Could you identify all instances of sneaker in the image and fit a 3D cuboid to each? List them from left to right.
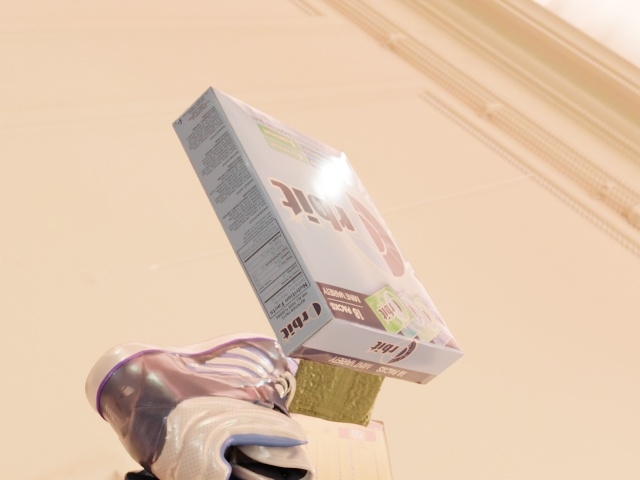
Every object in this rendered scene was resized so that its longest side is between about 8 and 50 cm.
[{"bbox_3d":[-0.071,0.202,1.118,0.236,0.323,0.130,31,-76,36],"label":"sneaker"}]

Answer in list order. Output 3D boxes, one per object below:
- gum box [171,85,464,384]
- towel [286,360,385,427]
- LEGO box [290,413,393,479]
[{"bbox_3d":[0.000,0.000,0.674,0.041,0.157,0.184,-40,-122,20],"label":"gum box"},{"bbox_3d":[0.026,0.145,1.212,0.027,0.110,0.148,-111,-143,-68],"label":"towel"},{"bbox_3d":[-0.019,0.460,1.304,0.193,0.500,0.372,6,-84,0],"label":"LEGO box"}]
